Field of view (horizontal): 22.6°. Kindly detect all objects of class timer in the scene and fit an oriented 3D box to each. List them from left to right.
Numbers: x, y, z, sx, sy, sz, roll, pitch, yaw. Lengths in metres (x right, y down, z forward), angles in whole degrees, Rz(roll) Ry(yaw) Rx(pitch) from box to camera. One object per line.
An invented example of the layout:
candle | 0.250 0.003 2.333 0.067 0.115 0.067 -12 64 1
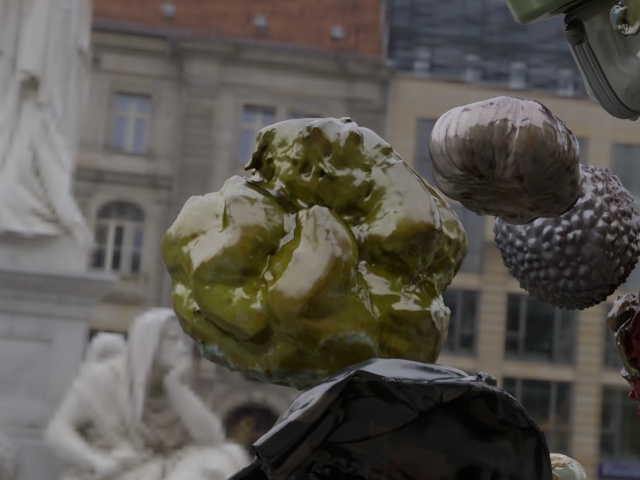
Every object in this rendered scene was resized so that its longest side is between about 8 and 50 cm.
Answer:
timer | 0.414 -0.325 2.284 0.290 0.315 0.291 -21 1 0

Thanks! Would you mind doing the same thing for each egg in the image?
egg | 0.281 0.293 1.944 0.083 0.071 0.071 5 -8 -28

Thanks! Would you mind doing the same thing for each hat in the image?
hat | 0.026 0.252 1.744 0.366 0.257 0.381 38 -23 -28

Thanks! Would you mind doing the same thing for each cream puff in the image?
cream puff | 0.000 0.000 1.898 0.378 0.276 0.378 9 24 -4

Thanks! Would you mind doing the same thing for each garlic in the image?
garlic | 0.183 -0.083 1.574 0.159 0.102 0.147 24 -35 -19

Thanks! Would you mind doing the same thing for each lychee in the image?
lychee | 0.273 -0.014 1.779 0.165 0.197 0.165 -8 -37 -6

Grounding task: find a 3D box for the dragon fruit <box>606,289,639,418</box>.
dragon fruit | 0.428 0.080 1.819 0.205 0.317 0.152 29 21 -28

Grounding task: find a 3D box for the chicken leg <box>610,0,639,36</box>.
chicken leg | 0.479 -0.421 1.864 0.201 0.429 0.152 26 32 27
